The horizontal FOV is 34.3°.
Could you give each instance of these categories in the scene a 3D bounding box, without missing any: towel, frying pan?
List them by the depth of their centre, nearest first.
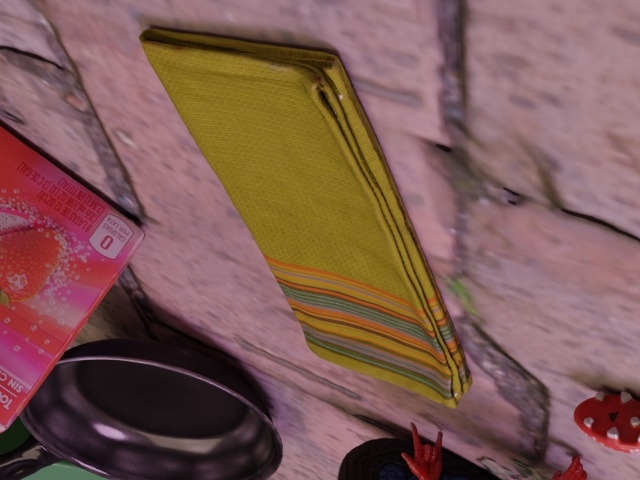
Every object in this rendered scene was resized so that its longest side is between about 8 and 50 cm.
[{"bbox_3d":[0.000,0.000,0.488,0.102,0.021,0.237,13,148,32],"label":"towel"},{"bbox_3d":[-0.158,0.161,0.806,0.197,0.053,0.326,28,139,-21],"label":"frying pan"}]

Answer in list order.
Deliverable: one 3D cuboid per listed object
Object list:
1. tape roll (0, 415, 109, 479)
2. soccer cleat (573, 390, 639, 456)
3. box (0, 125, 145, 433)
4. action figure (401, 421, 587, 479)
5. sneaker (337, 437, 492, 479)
[{"bbox_3d":[-0.250,0.268,0.995,0.321,0.077,0.321,2,135,2],"label":"tape roll"},{"bbox_3d":[0.156,0.092,0.473,0.083,0.029,0.036,7,141,33],"label":"soccer cleat"},{"bbox_3d":[-0.277,-0.020,0.612,0.300,0.142,0.154,37,154,-11],"label":"box"},{"bbox_3d":[0.144,0.176,0.582,0.280,0.139,0.091,14,154,-14],"label":"action figure"},{"bbox_3d":[0.101,0.201,0.662,0.211,0.080,0.081,31,151,4],"label":"sneaker"}]
